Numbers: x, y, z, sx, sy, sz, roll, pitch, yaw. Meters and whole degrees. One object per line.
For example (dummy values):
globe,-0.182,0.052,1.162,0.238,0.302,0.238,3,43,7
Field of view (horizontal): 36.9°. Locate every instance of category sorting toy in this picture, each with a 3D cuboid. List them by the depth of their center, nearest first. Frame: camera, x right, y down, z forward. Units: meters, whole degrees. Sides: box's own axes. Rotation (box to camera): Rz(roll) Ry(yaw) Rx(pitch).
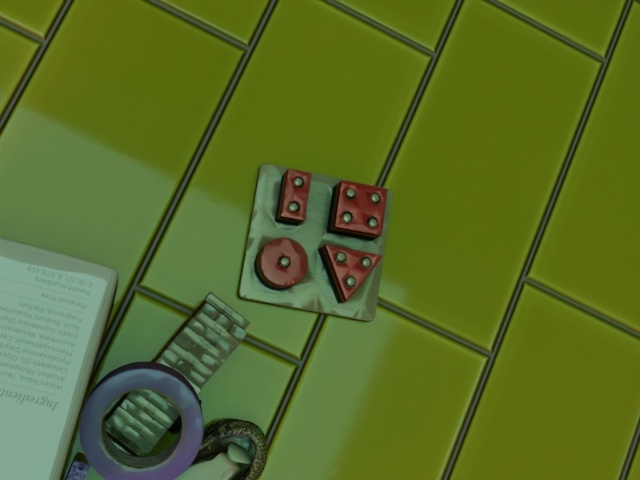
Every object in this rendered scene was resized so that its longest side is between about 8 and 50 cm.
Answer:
sorting toy,0.000,0.000,1.750,0.257,0.089,0.255,11,79,-11

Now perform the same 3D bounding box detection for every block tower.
block tower,-0.255,0.243,1.601,0.091,0.097,0.335,40,83,-8

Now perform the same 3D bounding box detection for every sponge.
sponge,-0.427,0.462,1.543,0.031,0.117,0.210,23,65,-10

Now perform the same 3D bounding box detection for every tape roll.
tape roll,-0.280,0.289,1.512,0.189,0.080,0.188,0,91,-10

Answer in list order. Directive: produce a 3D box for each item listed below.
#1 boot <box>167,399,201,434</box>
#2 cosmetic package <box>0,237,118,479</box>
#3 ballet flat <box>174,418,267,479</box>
boot,-0.256,0.277,1.669,0.099,0.045,0.121,16,85,-8
cosmetic package,-0.522,0.205,1.473,0.328,0.329,0.393,16,77,-11
ballet flat,-0.279,0.464,1.562,0.483,0.182,0.164,-41,84,-15
